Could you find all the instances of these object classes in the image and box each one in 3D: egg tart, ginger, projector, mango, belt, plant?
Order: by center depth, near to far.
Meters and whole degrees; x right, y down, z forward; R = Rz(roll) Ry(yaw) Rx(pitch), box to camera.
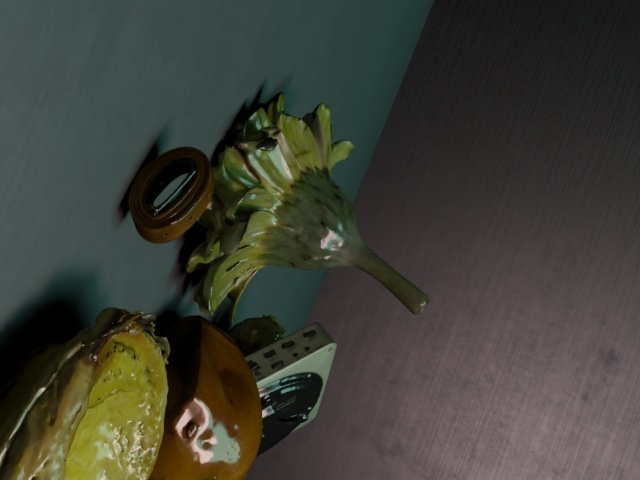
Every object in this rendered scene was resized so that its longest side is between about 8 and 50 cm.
[{"bbox_3d":[-0.202,0.179,0.626,0.279,0.094,0.279,16,90,-81],"label":"egg tart"},{"bbox_3d":[-0.125,-0.040,0.685,0.083,0.059,0.036,-54,168,-21],"label":"belt"},{"bbox_3d":[-0.139,0.187,0.937,0.136,0.166,0.236,-28,-149,16],"label":"mango"},{"bbox_3d":[-0.030,-0.033,0.965,0.306,0.297,0.261,-50,137,-18],"label":"plant"},{"bbox_3d":[-0.103,0.257,1.218,0.257,0.079,0.259,-25,150,-26],"label":"projector"},{"bbox_3d":[-0.120,0.188,1.292,0.157,0.102,0.216,-31,159,-31],"label":"ginger"}]
